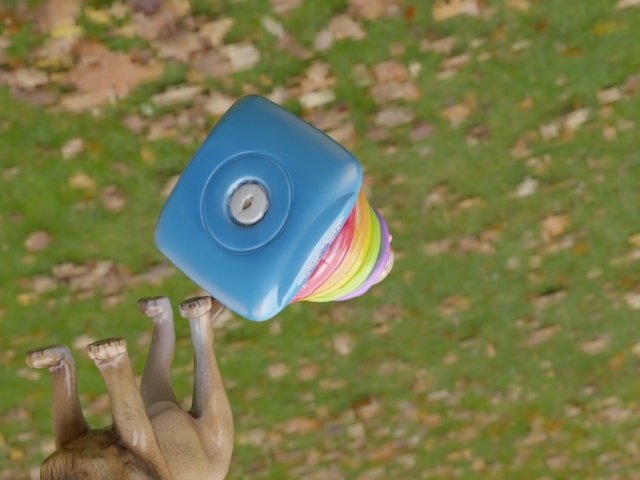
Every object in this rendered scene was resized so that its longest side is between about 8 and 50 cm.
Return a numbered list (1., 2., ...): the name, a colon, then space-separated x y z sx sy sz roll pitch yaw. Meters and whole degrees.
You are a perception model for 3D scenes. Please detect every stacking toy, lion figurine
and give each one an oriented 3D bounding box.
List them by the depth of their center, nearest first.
1. lion figurine: -0.149 0.186 1.479 0.142 0.240 0.392 -10 -173 29
2. stacking toy: 0.000 0.000 1.595 0.175 0.166 0.302 -56 152 3
